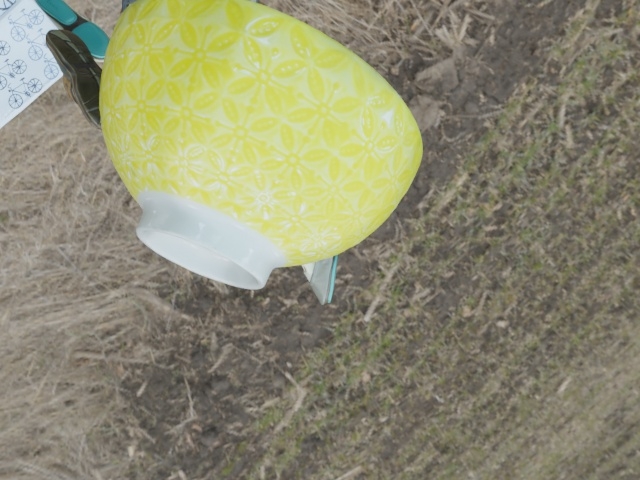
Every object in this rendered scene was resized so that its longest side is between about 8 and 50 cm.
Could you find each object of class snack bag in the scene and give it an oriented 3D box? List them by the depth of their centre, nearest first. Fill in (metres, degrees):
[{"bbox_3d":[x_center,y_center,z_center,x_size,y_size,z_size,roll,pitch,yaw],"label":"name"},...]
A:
[{"bbox_3d":[-0.745,-0.435,1.386,0.323,0.037,0.343,-38,102,5],"label":"snack bag"}]

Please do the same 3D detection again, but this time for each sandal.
[{"bbox_3d":[-0.430,-0.281,1.144,0.060,0.219,0.090,-43,168,36],"label":"sandal"}]

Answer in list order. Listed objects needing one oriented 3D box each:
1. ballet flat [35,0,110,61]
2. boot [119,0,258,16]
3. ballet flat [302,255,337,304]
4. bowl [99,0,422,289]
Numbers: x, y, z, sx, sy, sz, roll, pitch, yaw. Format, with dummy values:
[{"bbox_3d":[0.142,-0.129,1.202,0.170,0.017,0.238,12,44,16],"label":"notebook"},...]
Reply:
[{"bbox_3d":[-0.579,-0.494,1.524,0.086,0.248,0.086,-44,171,-9],"label":"ballet flat"},{"bbox_3d":[-0.284,-0.434,1.365,0.284,0.138,0.378,7,85,-20],"label":"boot"},{"bbox_3d":[0.000,0.000,0.860,0.068,0.072,0.213,11,132,-1],"label":"ballet flat"},{"bbox_3d":[-0.073,-0.051,0.551,0.289,0.289,0.156,38,66,-44],"label":"bowl"}]
